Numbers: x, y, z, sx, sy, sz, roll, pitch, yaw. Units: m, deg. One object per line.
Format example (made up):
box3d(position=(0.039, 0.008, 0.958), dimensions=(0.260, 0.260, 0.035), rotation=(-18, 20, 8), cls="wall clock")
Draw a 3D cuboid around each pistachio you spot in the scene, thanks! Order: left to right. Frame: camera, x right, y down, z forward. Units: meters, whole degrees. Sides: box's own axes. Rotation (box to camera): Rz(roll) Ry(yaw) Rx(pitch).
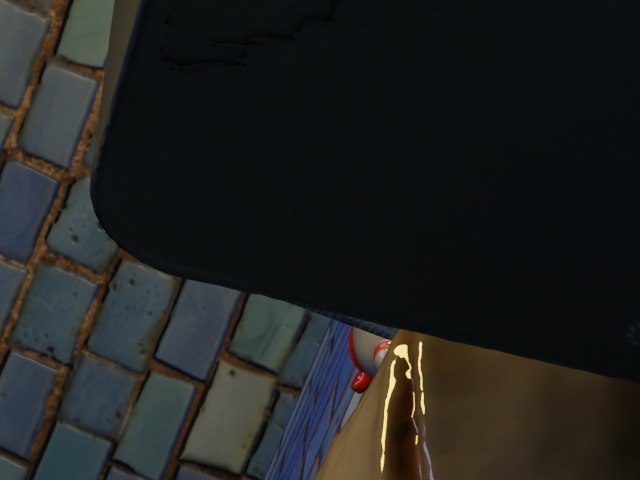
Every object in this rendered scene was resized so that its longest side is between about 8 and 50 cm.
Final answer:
box3d(position=(0.049, 0.090, 0.419), dimensions=(0.185, 0.124, 0.124), rotation=(-89, 20, -67), cls="pistachio")

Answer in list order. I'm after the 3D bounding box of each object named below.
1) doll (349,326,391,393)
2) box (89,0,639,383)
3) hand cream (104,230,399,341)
box3d(position=(0.080, 0.021, 1.189), dimensions=(0.245, 0.076, 0.142), rotation=(-62, 4, 33), cls="doll")
box3d(position=(0.061, -0.062, 0.388), dimensions=(0.163, 0.243, 0.135), rotation=(116, 165, -45), cls="box")
box3d(position=(0.000, 0.000, 1.008), dimensions=(0.133, 0.248, 0.083), rotation=(117, 174, -47), cls="hand cream")
